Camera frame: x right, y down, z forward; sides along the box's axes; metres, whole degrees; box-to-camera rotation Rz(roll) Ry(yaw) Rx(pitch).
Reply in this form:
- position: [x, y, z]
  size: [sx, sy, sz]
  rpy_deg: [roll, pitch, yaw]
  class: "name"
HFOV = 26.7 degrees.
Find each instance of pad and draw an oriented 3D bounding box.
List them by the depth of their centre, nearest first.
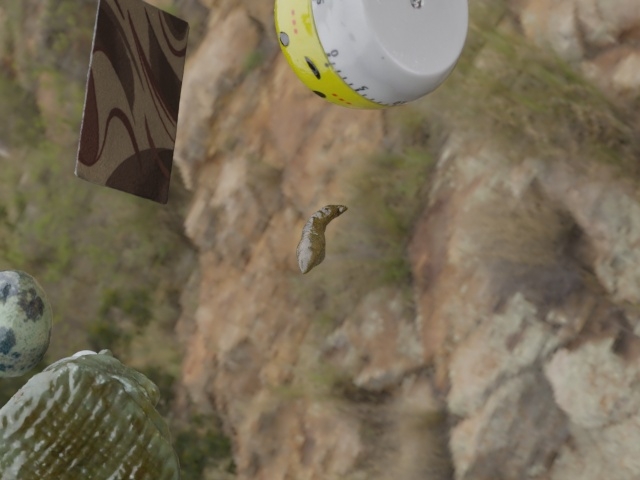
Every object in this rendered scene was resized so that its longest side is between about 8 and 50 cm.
- position: [-0.307, -0.241, 2.246]
  size: [0.004, 0.220, 0.330]
  rpy_deg: [-1, 79, 37]
  class: "pad"

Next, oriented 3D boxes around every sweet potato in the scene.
- position: [-0.006, -0.003, 1.680]
  size: [0.153, 0.041, 0.038]
  rpy_deg: [-63, -11, -52]
  class: "sweet potato"

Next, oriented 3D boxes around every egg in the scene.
- position: [-0.477, 0.126, 2.051]
  size: [0.141, 0.141, 0.182]
  rpy_deg: [-111, 36, -54]
  class: "egg"

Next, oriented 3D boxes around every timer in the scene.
- position: [0.039, -0.302, 1.854]
  size: [0.285, 0.285, 0.285]
  rpy_deg: [-38, 37, 36]
  class: "timer"

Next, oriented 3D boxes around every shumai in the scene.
- position: [-0.212, 0.171, 1.096]
  size: [0.142, 0.184, 0.184]
  rpy_deg: [-2, 64, 61]
  class: "shumai"

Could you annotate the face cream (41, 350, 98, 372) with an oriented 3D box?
- position: [-0.388, 0.259, 2.108]
  size: [0.145, 0.145, 0.370]
  rpy_deg: [-54, 12, 13]
  class: "face cream"
